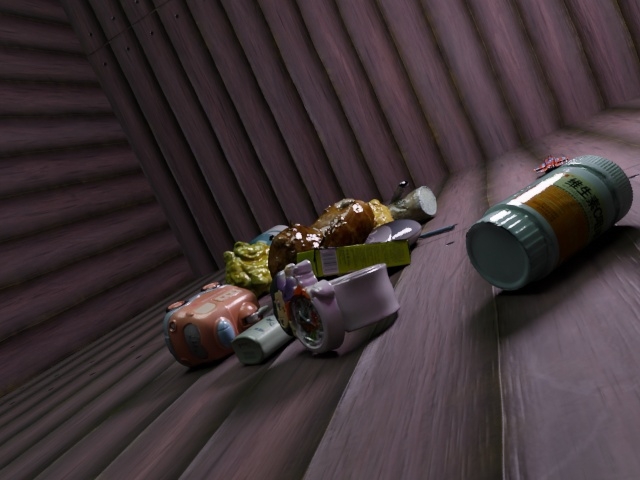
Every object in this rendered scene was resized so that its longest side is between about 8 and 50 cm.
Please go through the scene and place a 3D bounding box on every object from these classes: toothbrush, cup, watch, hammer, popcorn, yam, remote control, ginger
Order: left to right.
[{"bbox_3d":[-0.281,0.124,2.093,0.242,0.234,0.250,-3,26,20],"label":"popcorn"},{"bbox_3d":[-0.231,0.087,2.370,0.289,0.219,0.258,-56,-11,30],"label":"cup"},{"bbox_3d":[0.000,0.000,1.555,0.418,0.254,0.176,-44,40,-17],"label":"ginger"},{"bbox_3d":[0.033,0.118,1.123,0.231,0.196,0.244,-20,0,-33],"label":"watch"},{"bbox_3d":[0.210,-0.062,1.999,0.163,0.140,0.194,-2,60,43],"label":"popcorn"},{"bbox_3d":[0.189,0.016,1.720,0.332,0.103,0.221,-26,13,-23],"label":"remote control"},{"bbox_3d":[0.298,-0.138,2.222,0.152,0.044,0.427,-24,-17,-14],"label":"hammer"},{"bbox_3d":[0.312,-0.100,2.107,0.330,0.133,0.133,-26,5,20],"label":"yam"},{"bbox_3d":[0.359,-0.018,1.755,0.220,0.016,0.019,-19,10,41],"label":"toothbrush"}]

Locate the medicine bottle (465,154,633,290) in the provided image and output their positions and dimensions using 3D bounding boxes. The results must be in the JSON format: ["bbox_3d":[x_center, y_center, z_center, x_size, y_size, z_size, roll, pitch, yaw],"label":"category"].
[{"bbox_3d":[0.431,-0.036,0.972,0.318,0.158,0.158,-27,7,-26],"label":"medicine bottle"}]

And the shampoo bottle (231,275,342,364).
[{"bbox_3d":[-0.073,0.195,1.329,0.134,0.078,0.359,-20,8,43],"label":"shampoo bottle"}]

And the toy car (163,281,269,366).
[{"bbox_3d":[-0.284,0.233,1.435,0.213,0.180,0.271,-5,17,43],"label":"toy car"}]

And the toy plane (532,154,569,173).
[{"bbox_3d":[0.861,-0.288,1.917,0.130,0.061,0.189,-22,2,29],"label":"toy plane"}]

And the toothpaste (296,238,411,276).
[{"bbox_3d":[0.097,0.051,1.453,0.328,0.077,0.110,-6,-5,-31],"label":"toothpaste"}]
